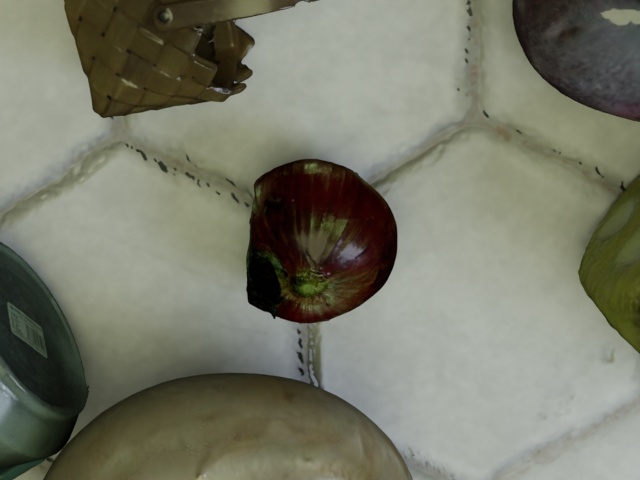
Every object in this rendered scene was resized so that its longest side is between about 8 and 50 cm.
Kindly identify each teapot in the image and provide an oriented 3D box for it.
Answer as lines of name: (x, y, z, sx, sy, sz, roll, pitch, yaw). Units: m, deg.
teapot: (-0.286, 0.120, 1.180, 0.225, 0.171, 0.203, -29, 133, 14)

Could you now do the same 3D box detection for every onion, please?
onion: (0.000, 0.000, 1.169, 0.118, 0.118, 0.117, -2, 138, 0)

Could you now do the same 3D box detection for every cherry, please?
cherry: (0.220, -0.162, 1.110, 0.176, 0.140, 0.176, -8, 125, -12)

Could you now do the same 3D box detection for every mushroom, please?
mushroom: (-0.055, 0.246, 1.128, 0.297, 0.290, 0.297, -8, 122, -12)

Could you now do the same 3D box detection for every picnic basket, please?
picnic basket: (-0.074, -0.163, 1.109, 0.178, 0.128, 0.138, -8, 108, 20)

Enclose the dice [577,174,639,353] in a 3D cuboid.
dice: (0.291, 0.025, 1.140, 0.169, 0.169, 0.166, 40, 101, -10)
